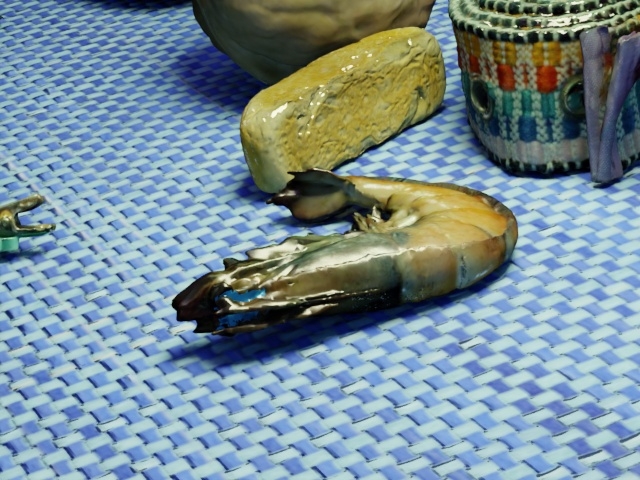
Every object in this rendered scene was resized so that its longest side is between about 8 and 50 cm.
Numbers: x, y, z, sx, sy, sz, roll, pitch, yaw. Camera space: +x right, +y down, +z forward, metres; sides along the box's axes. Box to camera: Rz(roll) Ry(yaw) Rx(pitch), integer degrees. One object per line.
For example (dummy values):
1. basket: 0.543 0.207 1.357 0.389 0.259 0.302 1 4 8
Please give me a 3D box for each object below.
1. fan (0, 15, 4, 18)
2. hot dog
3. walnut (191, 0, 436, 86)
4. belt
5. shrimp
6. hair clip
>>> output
1. fan: -0.502 -0.271 2.041 0.310 0.010 0.182 10 -1 14
2. hot dog: 0.013 -0.119 1.625 0.073 0.084 0.242 17 37 39
3. walnut: -0.013 -0.255 1.748 0.248 0.248 0.248 -6 26 3
4. belt: 0.213 -0.181 1.607 0.206 0.161 0.295 2 27 20
5. shrimp: 0.000 0.000 1.416 0.290 0.054 0.222 -17 28 -26
6. hair clip: -0.302 0.000 1.516 0.172 0.049 0.049 -10 26 8
